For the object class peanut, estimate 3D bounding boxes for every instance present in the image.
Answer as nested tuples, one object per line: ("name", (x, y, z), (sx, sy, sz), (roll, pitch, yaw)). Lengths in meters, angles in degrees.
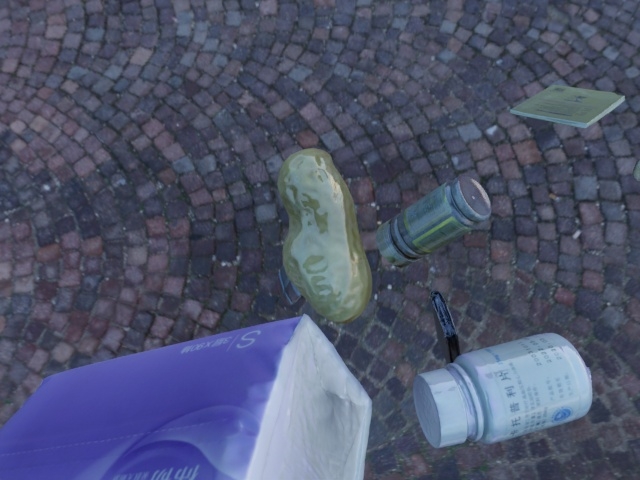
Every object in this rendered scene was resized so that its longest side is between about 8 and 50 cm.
("peanut", (0.000, 0.000, 0.968), (0.148, 0.147, 0.318), (-15, 103, -4))

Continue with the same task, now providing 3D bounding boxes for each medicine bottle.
("medicine bottle", (0.320, -0.051, 1.595), (0.151, 0.322, 0.151), (22, 52, -31))
("medicine bottle", (0.332, 0.282, 1.037), (0.293, 0.170, 0.170), (-11, 67, -8))

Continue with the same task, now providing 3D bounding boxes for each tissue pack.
("tissue pack", (-0.148, 0.216, 0.464), (0.339, 0.160, 0.242), (-16, 33, 25))

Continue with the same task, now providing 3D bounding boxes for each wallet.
("wallet", (0.257, 0.190, 1.133), (0.031, 0.198, 0.110), (-17, 54, 6))

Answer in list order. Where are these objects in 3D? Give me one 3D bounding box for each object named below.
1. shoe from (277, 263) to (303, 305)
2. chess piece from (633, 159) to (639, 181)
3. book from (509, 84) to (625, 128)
("shoe", (-0.016, 0.083, 1.643), (0.291, 0.137, 0.114), (-43, 66, 31))
("chess piece", (0.763, -0.118, 1.178), (0.094, 0.094, 0.170), (-22, 50, -7))
("book", (0.530, -0.292, 1.189), (0.192, 0.013, 0.168), (-31, 40, -33))
